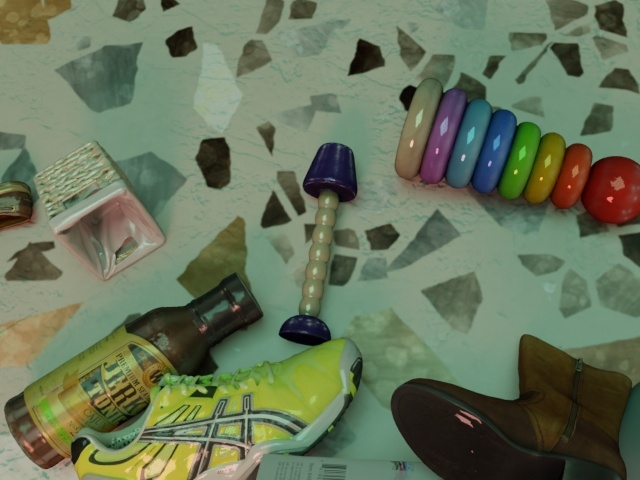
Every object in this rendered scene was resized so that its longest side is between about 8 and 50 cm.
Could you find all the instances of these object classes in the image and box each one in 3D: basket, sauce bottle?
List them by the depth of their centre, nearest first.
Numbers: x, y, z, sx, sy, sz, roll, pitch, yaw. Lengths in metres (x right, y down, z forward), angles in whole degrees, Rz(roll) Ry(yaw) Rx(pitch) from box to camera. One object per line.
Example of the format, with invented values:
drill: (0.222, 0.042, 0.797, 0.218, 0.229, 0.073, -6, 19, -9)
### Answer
sauce bottle: (-0.236, 0.159, 1.154, 0.344, 0.111, 0.111, -34, 69, -4)
basket: (-0.301, -0.040, 1.210, 0.113, 0.167, 0.103, -32, 63, -5)

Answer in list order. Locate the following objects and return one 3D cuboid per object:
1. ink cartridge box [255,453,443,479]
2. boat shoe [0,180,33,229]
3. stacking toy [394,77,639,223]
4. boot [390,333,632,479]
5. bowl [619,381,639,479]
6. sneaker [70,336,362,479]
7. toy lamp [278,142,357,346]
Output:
ink cartridge box: (0.060, 0.372, 0.954, 0.270, 0.197, 0.198, 1, 30, 8)
boat shoe: (-0.501, -0.029, 1.283, 0.178, 0.064, 0.060, -19, 67, -3)
stacking toy: (0.273, -0.108, 1.184, 0.330, 0.141, 0.141, 17, 73, 7)
boot: (0.229, 0.172, 1.011, 0.264, 0.096, 0.280, 20, 29, 10)
bowl: (0.482, 0.266, 0.995, 0.311, 0.163, 0.312, -3, 70, 7)
sneaker: (-0.124, 0.218, 1.079, 0.384, 0.145, 0.147, -31, 101, -6)
toy lamp: (0.000, 0.000, 1.199, 0.080, 0.080, 0.275, 7, 70, 10)
